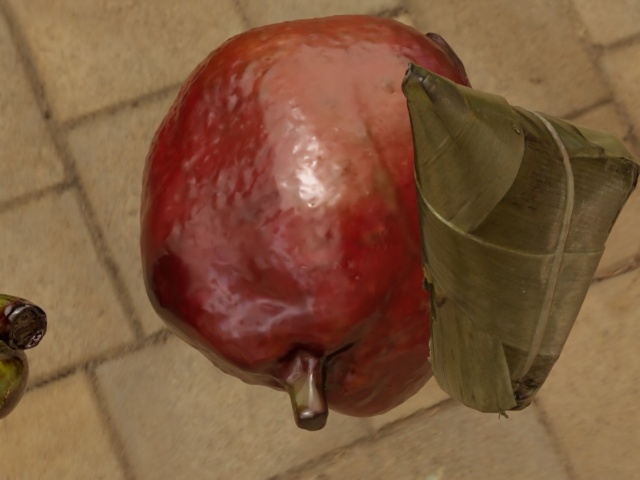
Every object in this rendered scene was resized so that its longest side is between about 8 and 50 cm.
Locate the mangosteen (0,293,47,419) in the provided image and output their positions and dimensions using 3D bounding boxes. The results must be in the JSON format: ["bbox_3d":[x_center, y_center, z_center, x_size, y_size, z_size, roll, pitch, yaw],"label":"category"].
[{"bbox_3d":[-0.298,0.094,0.866,0.258,0.215,0.215,-22,77,16],"label":"mangosteen"}]

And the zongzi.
[{"bbox_3d":[0.071,0.008,0.633,0.176,0.078,0.160,7,102,-52],"label":"zongzi"}]

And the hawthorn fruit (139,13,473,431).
[{"bbox_3d":[0.000,0.000,0.936,0.265,0.265,0.307,7,56,-11],"label":"hawthorn fruit"}]
